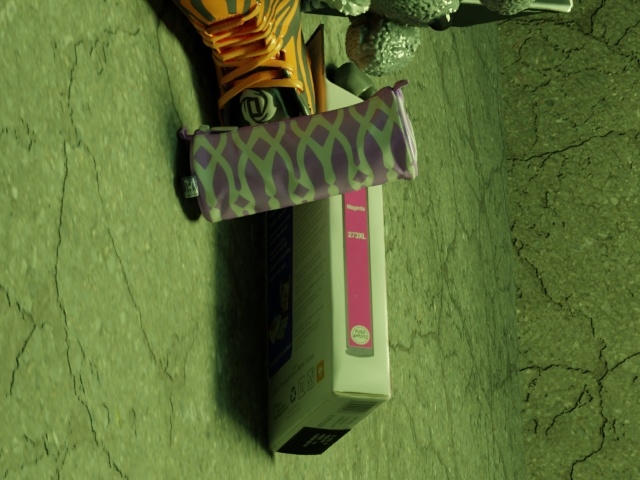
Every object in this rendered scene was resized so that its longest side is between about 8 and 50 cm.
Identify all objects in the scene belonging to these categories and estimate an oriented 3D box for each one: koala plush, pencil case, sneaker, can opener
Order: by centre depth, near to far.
[{"bbox_3d":[-0.017,-0.076,1.571,0.086,0.206,0.088,-96,174,-84],"label":"pencil case"},{"bbox_3d":[0.072,-0.254,1.599,0.203,0.196,0.221,63,13,-8],"label":"koala plush"},{"bbox_3d":[-0.059,-0.180,1.599,0.321,0.125,0.180,-12,93,-77],"label":"sneaker"},{"bbox_3d":[0.024,-0.140,2.090,0.095,0.076,0.283,49,18,-2],"label":"can opener"}]

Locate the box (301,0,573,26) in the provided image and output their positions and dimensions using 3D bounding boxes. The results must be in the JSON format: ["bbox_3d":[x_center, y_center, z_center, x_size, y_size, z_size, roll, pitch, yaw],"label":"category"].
[{"bbox_3d":[0.128,-0.438,1.955,0.293,0.212,0.395,-173,-95,-71],"label":"box"}]

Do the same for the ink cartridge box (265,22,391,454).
[{"bbox_3d":[0.000,0.000,1.714,0.176,0.069,0.370,132,-41,-60],"label":"ink cartridge box"}]
